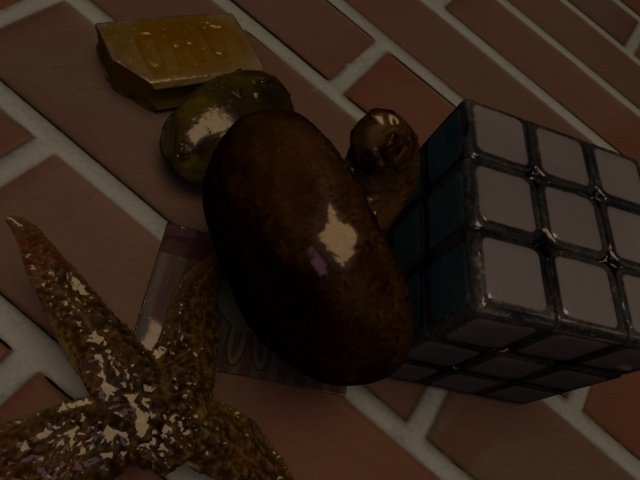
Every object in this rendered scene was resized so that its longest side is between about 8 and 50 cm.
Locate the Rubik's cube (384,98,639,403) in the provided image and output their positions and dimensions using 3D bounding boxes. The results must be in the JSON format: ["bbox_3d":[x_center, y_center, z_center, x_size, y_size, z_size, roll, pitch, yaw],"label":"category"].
[{"bbox_3d":[0.253,0.039,0.757,0.304,0.305,0.300,14,58,-14],"label":"Rubik's cube"}]

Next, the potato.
[{"bbox_3d":[-0.137,-0.174,0.816,0.251,0.113,0.149,-44,108,-39],"label":"potato"}]

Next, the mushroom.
[{"bbox_3d":[-0.023,0.008,0.641,0.239,0.345,0.344,2,62,-10],"label":"mushroom"}]

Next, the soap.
[{"bbox_3d":[-0.228,-0.294,0.870,0.232,0.073,0.140,-19,71,-29],"label":"soap"}]

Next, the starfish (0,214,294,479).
[{"bbox_3d":[-0.199,0.170,0.606,0.399,0.132,0.383,2,60,-26],"label":"starfish"}]

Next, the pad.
[{"bbox_3d":[-0.093,0.096,0.757,0.300,0.005,0.202,16,58,-15],"label":"pad"}]
